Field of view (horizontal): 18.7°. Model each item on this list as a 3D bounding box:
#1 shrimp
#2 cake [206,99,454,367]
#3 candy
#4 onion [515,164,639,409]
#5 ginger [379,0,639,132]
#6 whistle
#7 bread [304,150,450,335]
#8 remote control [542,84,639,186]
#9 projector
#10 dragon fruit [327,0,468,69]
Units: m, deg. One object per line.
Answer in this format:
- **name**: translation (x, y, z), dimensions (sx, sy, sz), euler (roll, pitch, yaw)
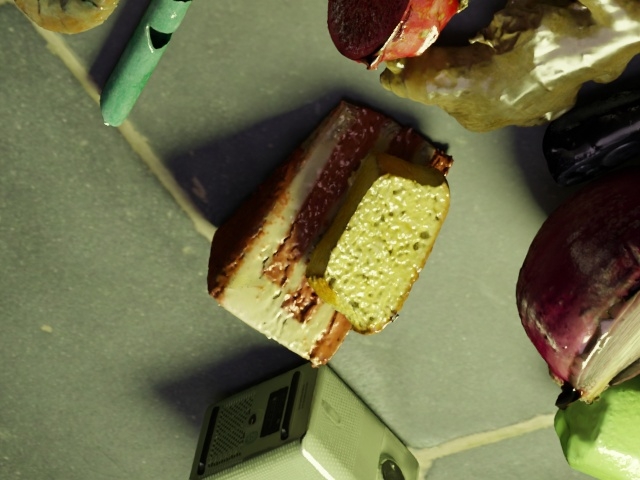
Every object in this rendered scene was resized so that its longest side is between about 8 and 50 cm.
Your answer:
- **shrimp**: translation (-0.229, -0.280, 1.837), dimensions (0.126, 0.047, 0.223), euler (34, 132, -9)
- **cake**: translation (0.000, 0.000, 1.988), dimensions (0.158, 0.160, 0.262), euler (30, 130, -15)
- **candy**: translation (0.424, 0.246, 2.163), dimensions (0.343, 0.132, 0.142), euler (24, 165, -12)
- **onion**: translation (0.325, -0.010, 1.912), dimensions (0.159, 0.267, 0.349), euler (46, 109, 19)
- **ginger**: translation (0.215, -0.180, 1.831), dimensions (0.333, 0.080, 0.166), euler (-17, 141, 28)
- **whistle**: translation (-0.176, -0.185, 1.921), dimensions (0.039, 0.039, 0.186), euler (24, 133, -14)
- **bread**: translation (0.057, 0.003, 1.945), dimensions (0.103, 0.065, 0.187), euler (28, 97, -21)
- **remote control**: translation (0.332, -0.133, 1.872), dimensions (0.266, 0.066, 0.090), euler (-26, 169, 26)
- **projector**: translation (-0.009, 0.276, 2.260), dimensions (0.177, 0.163, 0.242), euler (-24, 122, 29)
- **dragon fruit**: translation (0.088, -0.219, 1.787), dimensions (0.111, 0.153, 0.153), euler (12, 138, -28)
